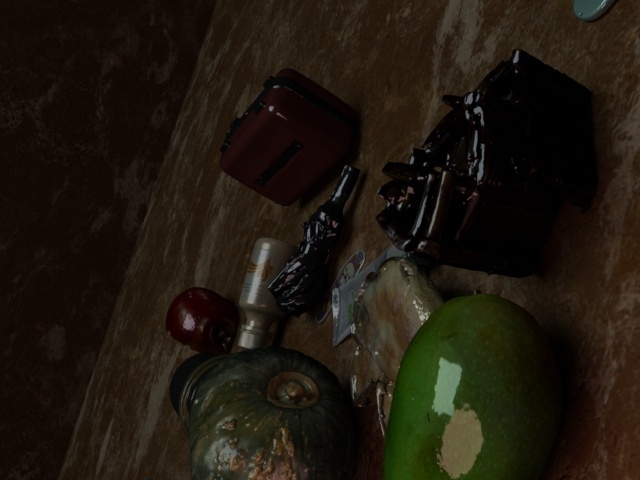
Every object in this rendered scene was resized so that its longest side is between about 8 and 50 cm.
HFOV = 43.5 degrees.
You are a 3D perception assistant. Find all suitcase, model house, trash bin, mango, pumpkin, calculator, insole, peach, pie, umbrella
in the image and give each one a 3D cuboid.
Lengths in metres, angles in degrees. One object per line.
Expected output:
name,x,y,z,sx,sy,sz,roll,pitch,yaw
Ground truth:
suitcase,-0.076,-0.229,1.839,0.297,0.236,0.161,-40,28,47
model house,0.221,-0.132,1.122,0.297,0.317,0.283,44,116,49
trash bin,-0.208,0.342,1.718,0.334,0.214,0.214,4,76,68
mango,0.181,0.254,1.010,0.225,0.201,0.382,11,85,54
pumpkin,-0.086,0.350,1.375,0.328,0.291,0.258,-89,10,-57
calculator,0.427,-0.399,1.191,0.153,0.021,0.095,-66,26,16
insole,0.038,0.094,1.639,0.197,0.004,0.065,-56,29,28
peach,-0.322,0.199,2.130,0.154,0.158,0.267,-63,23,1
pie,0.130,0.185,1.264,0.337,0.075,0.338,-177,90,-66
umbrella,0.000,0.000,1.686,0.340,0.118,0.118,-65,25,-2

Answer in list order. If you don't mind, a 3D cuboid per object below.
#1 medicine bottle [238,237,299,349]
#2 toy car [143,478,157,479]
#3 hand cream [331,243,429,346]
medicine bottle,-0.122,0.126,1.812,0.114,0.114,0.252,-4,69,63
toy car,-0.420,0.724,1.919,0.166,0.198,0.314,-36,-30,-74
hand cream,0.097,0.087,1.470,0.336,0.076,0.121,136,144,-54
